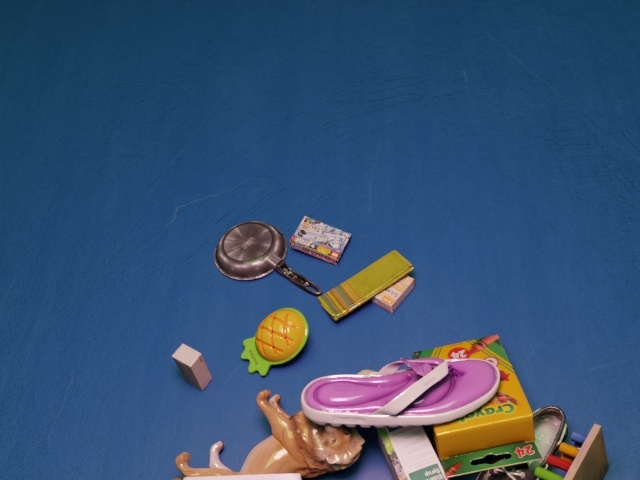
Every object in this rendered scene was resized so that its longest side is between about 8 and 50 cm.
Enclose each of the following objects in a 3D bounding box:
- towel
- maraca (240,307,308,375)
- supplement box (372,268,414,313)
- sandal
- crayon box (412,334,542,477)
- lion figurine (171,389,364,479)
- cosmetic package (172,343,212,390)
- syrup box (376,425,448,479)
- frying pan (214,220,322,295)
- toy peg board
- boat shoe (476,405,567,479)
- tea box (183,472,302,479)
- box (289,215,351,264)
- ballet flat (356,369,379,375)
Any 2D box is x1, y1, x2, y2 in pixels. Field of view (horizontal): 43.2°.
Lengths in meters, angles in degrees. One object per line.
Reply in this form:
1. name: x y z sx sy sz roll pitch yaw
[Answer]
1. towel: 0.110 0.105 1.997 0.237 0.021 0.102 -32 37 -9
2. maraca: -0.108 0.238 1.911 0.186 0.099 0.127 -39 57 8
3. supplement box: 0.180 0.124 1.994 0.062 0.036 0.098 28 61 28
4. sandal: 0.164 0.296 1.646 0.416 0.102 0.169 -10 32 -2
5. crayon box: 0.323 0.341 1.704 0.202 0.081 0.318 -12 31 1
6. lion figurine: -0.114 0.474 1.716 0.392 0.142 0.240 -40 63 -5
7. cosmetic package: -0.297 0.295 1.876 0.060 0.115 0.041 25 59 24
8. syrup box: 0.203 0.486 1.665 0.093 0.096 0.237 -19 51 -7
9. frying pan: -0.157 0.060 2.091 0.197 0.053 0.326 -26 49 -12
10. toy peg board: 0.498 0.460 1.612 0.079 0.161 0.160 17 55 38
11. boat shoe: 0.402 0.460 1.660 0.114 0.091 0.302 28 60 27
12. tea box: -0.126 0.634 1.447 0.220 0.323 0.329 -3 51 5
13. box: 0.000 0.000 2.111 0.137 0.027 0.094 22 56 12
14. ballet flat: 0.151 0.334 1.821 0.168 0.052 0.057 32 62 29
